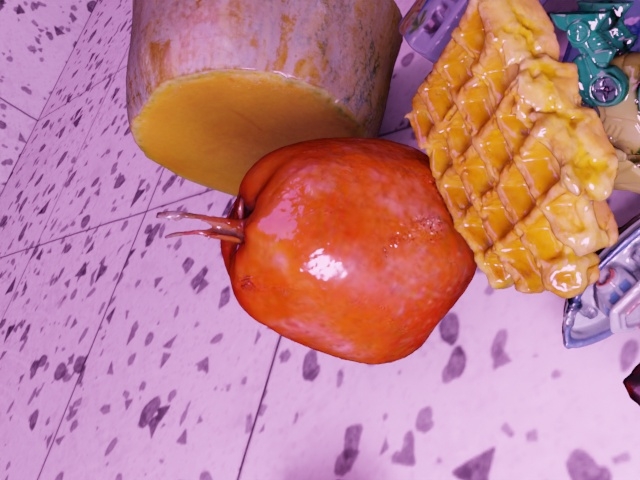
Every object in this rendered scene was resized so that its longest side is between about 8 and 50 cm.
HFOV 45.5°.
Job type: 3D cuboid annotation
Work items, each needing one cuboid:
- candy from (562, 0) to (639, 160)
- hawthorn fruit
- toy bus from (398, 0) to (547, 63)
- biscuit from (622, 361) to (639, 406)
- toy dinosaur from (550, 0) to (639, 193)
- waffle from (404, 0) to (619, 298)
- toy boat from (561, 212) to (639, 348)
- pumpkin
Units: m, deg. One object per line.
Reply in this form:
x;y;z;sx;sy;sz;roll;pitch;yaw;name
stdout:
0.290;-0.200;0.673;0.187;0.077;0.331;4;68;45;candy
0.000;0.000;0.681;0.211;0.298;0.211;-27;56;51;hawthorn fruit
0.214;-0.315;0.771;0.330;0.109;0.136;-54;17;24;toy bus
0.302;0.046;0.415;0.235;0.063;0.151;-42;28;-1;biscuit
0.258;-0.097;0.540;0.259;0.153;0.094;4;25;36;toy dinosaur
0.147;-0.056;0.568;0.160;0.055;0.211;116;136;-61;waffle
0.231;0.031;0.563;0.140;0.059;0.066;-48;19;16;toy boat
-0.064;-0.179;0.902;0.332;0.332;0.199;-19;62;42;pumpkin
